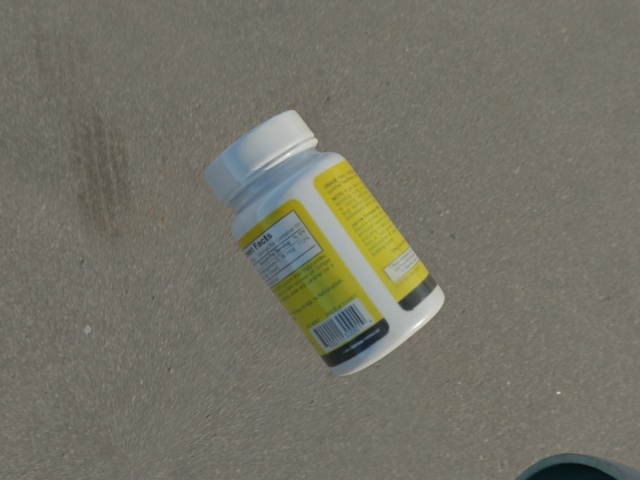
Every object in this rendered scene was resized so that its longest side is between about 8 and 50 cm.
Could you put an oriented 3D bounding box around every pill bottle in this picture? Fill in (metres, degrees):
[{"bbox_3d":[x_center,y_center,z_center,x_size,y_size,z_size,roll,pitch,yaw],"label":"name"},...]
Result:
[{"bbox_3d":[0.000,0.000,0.618,0.119,0.119,0.208,-36,90,-22],"label":"pill bottle"}]

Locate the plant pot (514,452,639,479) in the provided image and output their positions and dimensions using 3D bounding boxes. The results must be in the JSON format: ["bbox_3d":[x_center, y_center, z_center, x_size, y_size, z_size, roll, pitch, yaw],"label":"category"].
[{"bbox_3d":[0.196,0.256,0.317,0.196,0.293,0.293,9,71,-6],"label":"plant pot"}]
